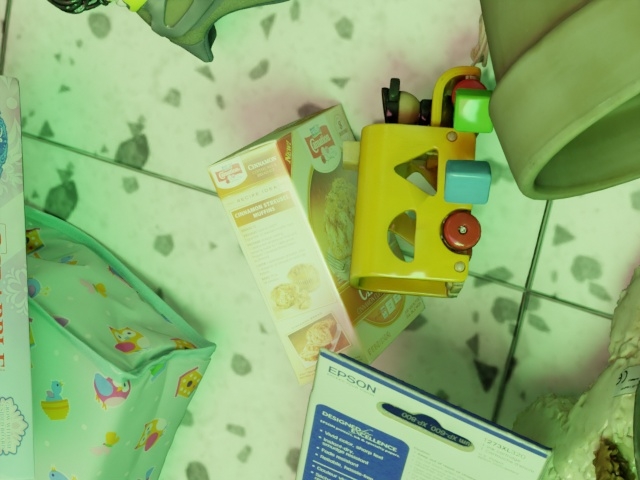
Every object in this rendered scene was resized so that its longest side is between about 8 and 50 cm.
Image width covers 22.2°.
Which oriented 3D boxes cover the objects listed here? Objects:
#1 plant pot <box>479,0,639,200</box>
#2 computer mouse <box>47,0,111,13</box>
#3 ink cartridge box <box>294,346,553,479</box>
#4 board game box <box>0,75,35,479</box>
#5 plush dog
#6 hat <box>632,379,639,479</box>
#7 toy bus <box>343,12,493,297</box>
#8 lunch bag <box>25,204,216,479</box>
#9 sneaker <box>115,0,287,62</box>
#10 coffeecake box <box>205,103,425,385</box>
[{"bbox_3d":[0.224,-0.219,1.075,0.323,0.323,0.280,-29,76,26],"label":"plant pot"},{"bbox_3d":[-0.174,-0.300,1.304,0.262,0.060,0.184,-41,104,17],"label":"computer mouse"},{"bbox_3d":[0.070,0.194,1.258,0.175,0.069,0.371,24,148,10],"label":"ink cartridge box"},{"bbox_3d":[-0.343,0.054,1.352,0.318,0.066,0.318,-17,74,51],"label":"board game box"},{"bbox_3d":[0.292,0.172,1.219,0.225,0.210,0.262,27,115,-13],"label":"plush dog"},{"bbox_3d":[0.372,0.156,1.086,0.331,0.134,0.331,-2,96,-18],"label":"hat"},{"bbox_3d":[0.068,-0.054,1.217,0.104,0.202,0.191,4,124,1],"label":"toy bus"},{"bbox_3d":[-0.252,0.113,1.421,0.262,0.160,0.223,37,119,22],"label":"lunch bag"},{"bbox_3d":[-0.034,-0.258,1.263,0.300,0.111,0.121,-36,114,23],"label":"sneaker"},{"bbox_3d":[0.000,0.000,1.291,0.068,0.142,0.185,-20,98,26],"label":"coffeecake box"}]
